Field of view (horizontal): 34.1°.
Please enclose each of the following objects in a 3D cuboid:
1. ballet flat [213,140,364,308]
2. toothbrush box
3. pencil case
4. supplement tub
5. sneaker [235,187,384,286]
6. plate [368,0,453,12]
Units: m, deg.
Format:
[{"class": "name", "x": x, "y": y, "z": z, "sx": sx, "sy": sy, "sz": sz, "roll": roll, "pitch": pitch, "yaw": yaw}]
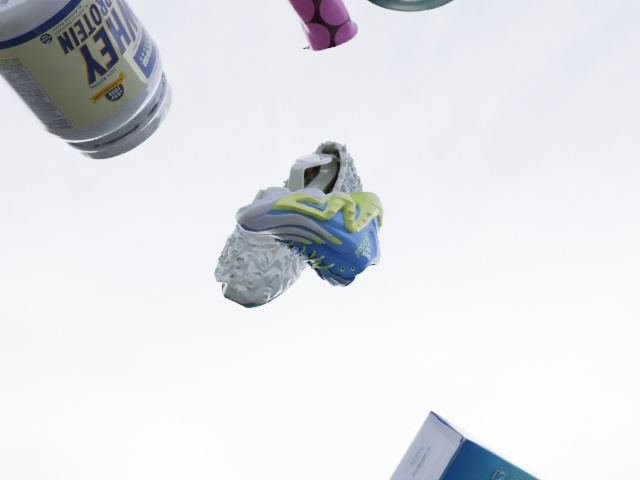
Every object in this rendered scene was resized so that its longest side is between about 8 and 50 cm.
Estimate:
[{"class": "ballet flat", "x": -0.051, "y": -0.049, "z": 1.662, "sx": 0.147, "sy": 0.409, "sz": 0.147, "roll": 12, "pitch": -58, "yaw": 20}, {"class": "toothbrush box", "x": 0.221, "y": 0.387, "z": 1.325, "sx": 0.295, "sy": 0.126, "sz": 0.216, "roll": 31, "pitch": -91, "yaw": -15}, {"class": "pencil case", "x": -0.024, "y": -0.386, "z": 1.560, "sx": 0.095, "sy": 0.098, "sz": 0.209, "roll": -18, "pitch": -58, "yaw": 17}, {"class": "supplement tub", "x": -0.395, "y": -0.305, "z": 1.644, "sx": 0.235, "sy": 0.235, "sz": 0.325, "roll": -10, "pitch": -38, "yaw": 19}, {"class": "sneaker", "x": 0.000, "y": 0.000, "z": 1.366, "sx": 0.240, "sy": 0.126, "sz": 0.091, "roll": -5, "pitch": -9, "yaw": -39}, {"class": "plate", "x": 0.114, "y": -0.352, "z": 1.264, "sx": 0.188, "sy": 0.024, "sz": 0.188, "roll": 1, "pitch": -46, "yaw": 1}]
